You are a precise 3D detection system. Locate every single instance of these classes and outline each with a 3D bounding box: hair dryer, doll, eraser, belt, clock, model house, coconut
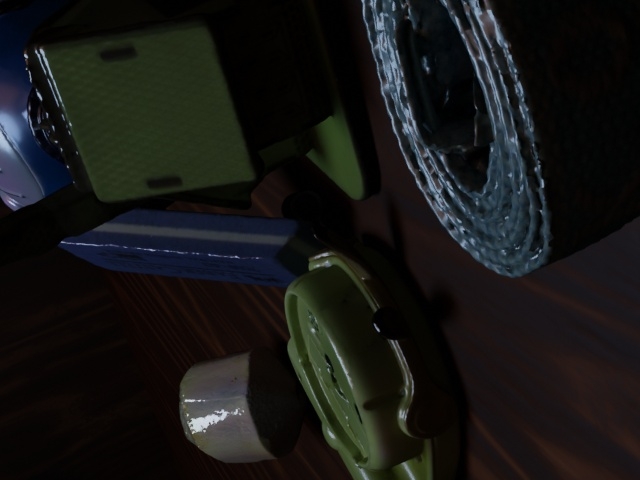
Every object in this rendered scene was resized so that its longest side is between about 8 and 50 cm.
[{"bbox_3d":[0.000,0.000,1.154,0.083,0.026,0.047,61,170,-4],"label":"hair dryer"},{"bbox_3d":[-0.211,-0.154,1.201,0.310,0.240,0.284,55,-178,-17],"label":"doll"},{"bbox_3d":[-0.092,0.004,1.134,0.082,0.225,0.036,35,-116,-57],"label":"eraser"},{"bbox_3d":[0.071,-0.070,0.598,0.163,0.082,0.147,66,163,0],"label":"belt"},{"bbox_3d":[0.032,0.078,1.038,0.232,0.069,0.170,87,157,-56],"label":"clock"},{"bbox_3d":[-0.135,-0.092,0.972,0.205,0.279,0.218,46,156,55],"label":"model house"},{"bbox_3d":[-0.071,0.168,1.529,0.116,0.122,0.116,38,-133,-55],"label":"coconut"}]
